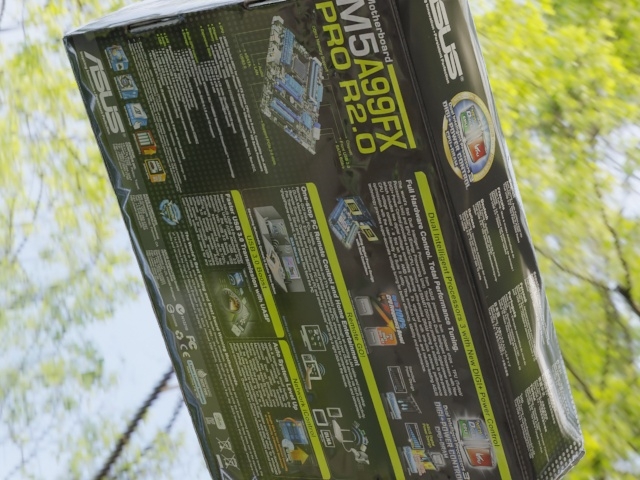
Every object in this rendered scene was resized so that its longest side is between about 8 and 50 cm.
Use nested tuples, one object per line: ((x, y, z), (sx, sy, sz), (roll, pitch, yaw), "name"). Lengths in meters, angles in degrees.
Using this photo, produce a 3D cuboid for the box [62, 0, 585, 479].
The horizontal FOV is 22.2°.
((0.000, 0.000, 0.832), (0.060, 0.216, 0.270), (-34, -67, -47), "box")
